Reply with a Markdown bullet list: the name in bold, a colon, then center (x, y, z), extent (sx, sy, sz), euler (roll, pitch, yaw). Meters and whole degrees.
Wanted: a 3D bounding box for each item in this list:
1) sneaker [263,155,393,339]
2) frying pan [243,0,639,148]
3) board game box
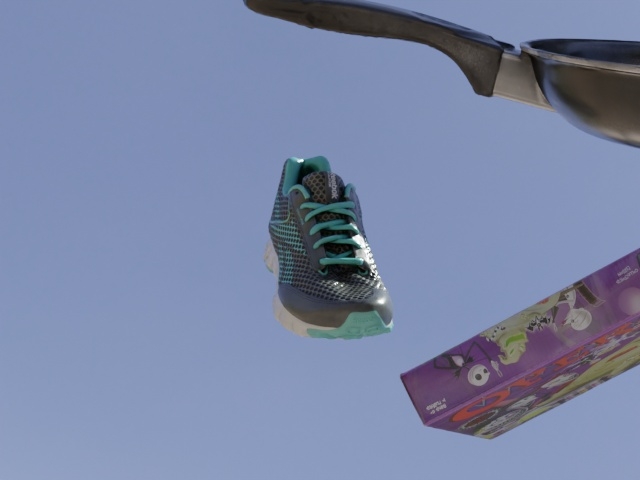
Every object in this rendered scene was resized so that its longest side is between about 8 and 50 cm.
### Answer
- **sneaker**: center (0.000, 0.000, 0.667), extent (0.065, 0.166, 0.076), euler (-3, -67, -15)
- **frying pan**: center (0.121, -0.071, 0.516), extent (0.326, 0.053, 0.197), euler (3, 14, 0)
- **board game box**: center (0.243, 0.047, 0.859), extent (0.347, 0.056, 0.208), euler (-30, -25, 13)
